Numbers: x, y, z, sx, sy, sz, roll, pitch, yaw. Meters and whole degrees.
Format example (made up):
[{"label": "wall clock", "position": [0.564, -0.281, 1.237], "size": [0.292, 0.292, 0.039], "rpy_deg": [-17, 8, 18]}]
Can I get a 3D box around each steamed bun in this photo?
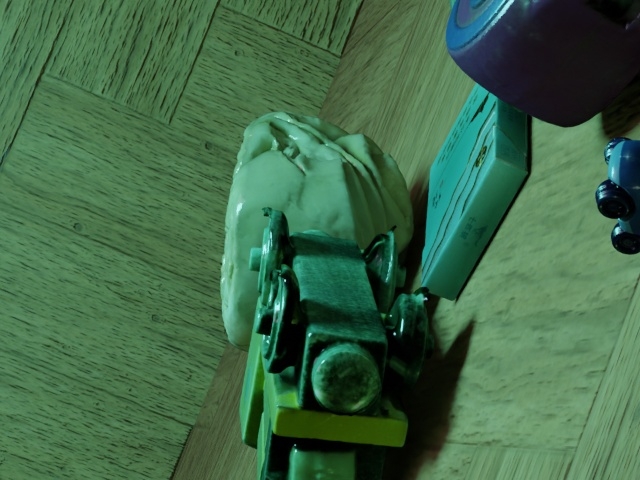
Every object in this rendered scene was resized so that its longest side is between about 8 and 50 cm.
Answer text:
[{"label": "steamed bun", "position": [0.000, -0.003, 2.110], "size": [0.289, 0.203, 0.276], "rpy_deg": [22, -107, -88]}]

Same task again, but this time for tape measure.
[{"label": "tape measure", "position": [0.212, -0.210, 1.460], "size": [0.245, 0.149, 0.231], "rpy_deg": [-38, 26, 60]}]

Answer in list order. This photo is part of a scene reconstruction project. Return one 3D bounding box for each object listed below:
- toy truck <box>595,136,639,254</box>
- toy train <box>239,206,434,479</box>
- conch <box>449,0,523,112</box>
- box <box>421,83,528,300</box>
[{"label": "toy truck", "position": [0.220, -0.031, 1.165], "size": [0.073, 0.090, 0.056], "rpy_deg": [60, -147, -39]}, {"label": "toy train", "position": [0.002, 0.124, 1.790], "size": [0.397, 0.160, 0.253], "rpy_deg": [-105, 24, -74]}, {"label": "conch", "position": [0.181, -0.216, 1.757], "size": [0.188, 0.122, 0.176], "rpy_deg": [-80, -10, -73]}, {"label": "box", "position": [0.150, -0.069, 1.821], "size": [0.229, 0.041, 0.162], "rpy_deg": [-80, 14, -57]}]
